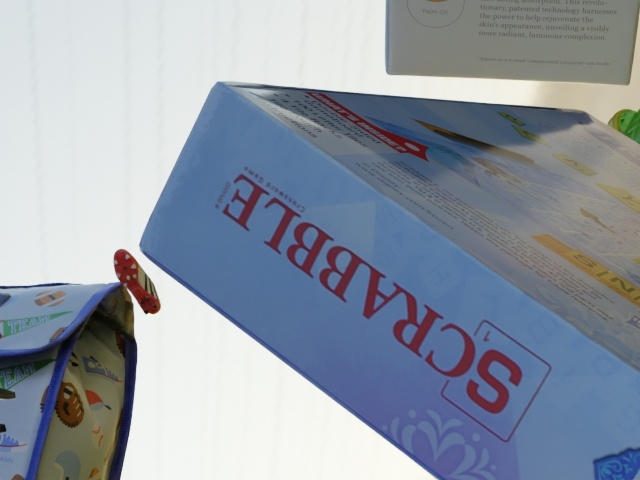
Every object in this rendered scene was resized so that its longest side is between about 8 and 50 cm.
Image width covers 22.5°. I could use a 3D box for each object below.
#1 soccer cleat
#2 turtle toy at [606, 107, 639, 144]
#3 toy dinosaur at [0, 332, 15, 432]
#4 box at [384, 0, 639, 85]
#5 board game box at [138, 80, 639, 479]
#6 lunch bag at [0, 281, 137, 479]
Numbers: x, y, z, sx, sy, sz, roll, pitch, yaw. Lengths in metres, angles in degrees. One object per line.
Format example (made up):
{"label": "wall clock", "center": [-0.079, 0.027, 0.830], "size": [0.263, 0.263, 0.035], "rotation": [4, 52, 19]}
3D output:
{"label": "soccer cleat", "center": [-0.200, 0.044, 1.766], "size": [0.083, 0.029, 0.035], "rotation": [58, -168, -11]}
{"label": "turtle toy", "center": [0.237, -0.047, 1.117], "size": [0.095, 0.066, 0.130], "rotation": [144, 146, -67]}
{"label": "toy dinosaur", "center": [-0.393, 0.127, 1.392], "size": [0.164, 0.218, 0.321], "rotation": [-17, 90, 64]}
{"label": "box", "center": [0.166, -0.321, 1.346], "size": [0.168, 0.215, 0.345], "rotation": [-81, -7, -55]}
{"label": "board game box", "center": [0.149, 0.055, 0.560], "size": [0.318, 0.319, 0.066], "rotation": [-4, -54, -60]}
{"label": "lunch bag", "center": [-0.404, 0.215, 1.867], "size": [0.239, 0.328, 0.385], "rotation": [64, -150, -50]}
